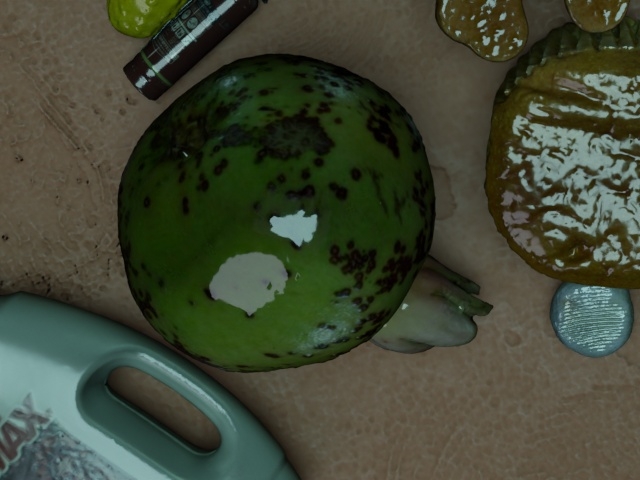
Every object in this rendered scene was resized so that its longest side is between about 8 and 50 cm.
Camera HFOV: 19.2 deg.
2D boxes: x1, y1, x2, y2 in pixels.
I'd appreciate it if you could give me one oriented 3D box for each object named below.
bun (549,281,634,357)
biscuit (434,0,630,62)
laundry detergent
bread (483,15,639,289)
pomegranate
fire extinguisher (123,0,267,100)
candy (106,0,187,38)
[{"bbox_3d":[0.243,0.063,1.698,0.083,0.045,0.083,4,114,8],"label":"bun"},{"bbox_3d":[0.150,-0.295,1.532,0.186,0.044,0.295,-16,109,-2],"label":"biscuit"},{"bbox_3d":[-0.227,0.164,1.714,0.264,0.125,0.398,-41,92,10],"label":"laundry detergent"},{"bbox_3d":[0.267,-0.075,1.628,0.253,0.142,0.227,11,106,1],"label":"bread"},{"bbox_3d":[0.000,0.000,1.623,0.340,0.285,0.285,34,101,-32],"label":"pomegranate"},{"bbox_3d":[-0.105,-0.191,1.686,0.158,0.043,0.064,-41,52,8],"label":"fire extinguisher"},{"bbox_3d":[-0.133,-0.268,1.652,0.106,0.094,0.199,22,106,-5],"label":"candy"}]
